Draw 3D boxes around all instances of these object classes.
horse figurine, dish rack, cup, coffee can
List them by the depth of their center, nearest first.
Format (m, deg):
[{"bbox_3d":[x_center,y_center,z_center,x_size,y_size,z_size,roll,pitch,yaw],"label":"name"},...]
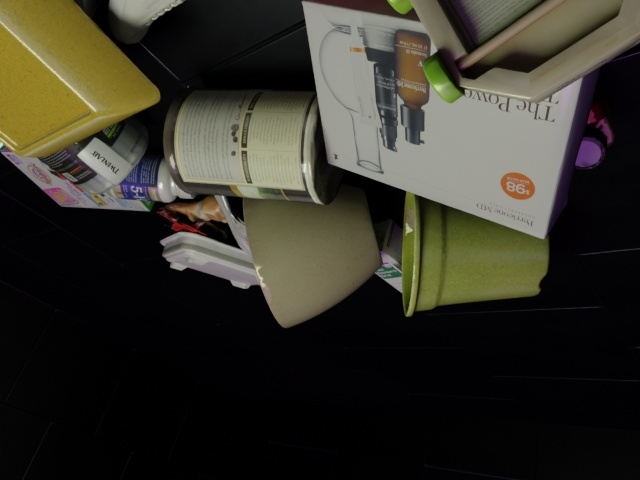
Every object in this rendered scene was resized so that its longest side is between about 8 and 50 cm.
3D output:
[{"bbox_3d":[-0.111,-0.174,0.990,0.276,0.201,0.201,6,149,19],"label":"coffee can"},{"bbox_3d":[0.000,0.000,1.171,0.237,0.330,0.331,-15,145,7],"label":"cup"},{"bbox_3d":[-0.275,-0.064,1.411,0.263,0.066,0.174,-3,147,43],"label":"horse figurine"},{"bbox_3d":[-0.281,0.069,1.554,0.333,0.072,0.286,20,163,-27],"label":"dish rack"}]

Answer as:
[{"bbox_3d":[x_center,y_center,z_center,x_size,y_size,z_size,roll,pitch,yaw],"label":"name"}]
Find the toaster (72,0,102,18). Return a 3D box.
[{"bbox_3d":[-0.403,-0.406,0.798,0.227,0.146,0.129,25,151,-12],"label":"toaster"}]

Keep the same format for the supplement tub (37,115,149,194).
[{"bbox_3d":[-0.520,-0.252,1.082,0.194,0.193,0.316,-7,144,37],"label":"supplement tub"}]

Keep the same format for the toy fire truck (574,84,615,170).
[{"bbox_3d":[0.290,-0.201,0.817,0.217,0.158,0.246,-18,116,39],"label":"toy fire truck"}]

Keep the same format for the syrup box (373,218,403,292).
[{"bbox_3d":[0.198,0.052,1.331,0.237,0.096,0.093,36,147,-32],"label":"syrup box"}]

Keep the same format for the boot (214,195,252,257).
[{"bbox_3d":[-0.170,-0.042,1.257,0.258,0.095,0.123,58,174,-22],"label":"boot"}]

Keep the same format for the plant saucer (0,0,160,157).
[{"bbox_3d":[-0.472,-0.261,0.817,0.333,0.080,0.332,-13,135,33],"label":"plant saucer"}]

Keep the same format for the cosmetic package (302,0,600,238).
[{"bbox_3d":[0.166,-0.188,0.761,0.378,0.097,0.284,24,147,30],"label":"cosmetic package"}]

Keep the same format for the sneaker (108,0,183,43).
[{"bbox_3d":[-0.228,-0.372,0.803,0.123,0.105,0.290,30,148,-17],"label":"sneaker"}]

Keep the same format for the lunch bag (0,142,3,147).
[{"bbox_3d":[-0.832,-0.290,1.228,0.263,0.160,0.223,-14,137,26],"label":"lunch bag"}]

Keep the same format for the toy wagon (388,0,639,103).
[{"bbox_3d":[0.186,-0.318,0.548,0.267,0.344,0.068,-31,169,31],"label":"toy wagon"}]

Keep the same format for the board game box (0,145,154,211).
[{"bbox_3d":[-0.617,-0.175,1.403,0.317,0.064,0.242,4,149,22],"label":"board game box"}]

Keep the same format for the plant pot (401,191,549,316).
[{"bbox_3d":[0.299,0.018,1.083,0.254,0.275,0.276,2,150,3],"label":"plant pot"}]

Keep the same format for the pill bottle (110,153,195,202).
[{"bbox_3d":[-0.387,-0.146,1.274,0.187,0.111,0.112,4,150,4],"label":"pill bottle"}]

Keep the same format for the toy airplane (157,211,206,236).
[{"bbox_3d":[-0.351,-0.034,1.421,0.151,0.028,0.151,15,164,5],"label":"toy airplane"}]
